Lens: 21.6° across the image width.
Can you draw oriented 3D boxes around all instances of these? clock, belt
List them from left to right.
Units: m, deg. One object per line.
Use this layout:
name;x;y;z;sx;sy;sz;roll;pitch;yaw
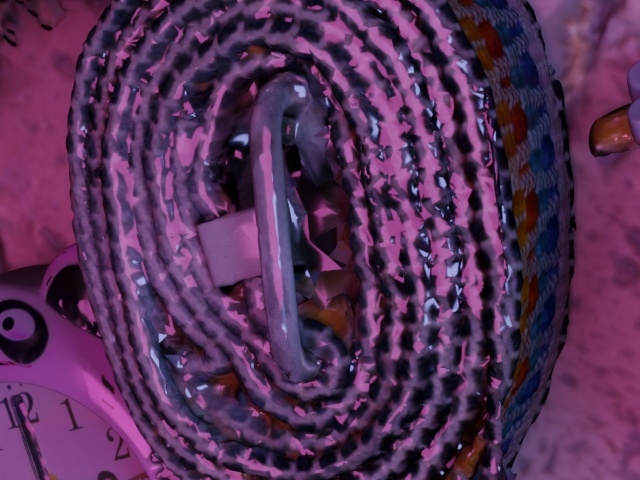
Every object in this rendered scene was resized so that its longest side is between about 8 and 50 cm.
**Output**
clock;-0.133;0.132;0.872;0.227;0.090;0.248;-16;94;24
belt;0.000;0.000;0.746;0.206;0.160;0.295;3;103;21

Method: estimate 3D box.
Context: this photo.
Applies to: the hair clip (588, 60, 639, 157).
hair clip;0.211;-0.075;0.700;0.214;0.062;0.056;-9;131;21
